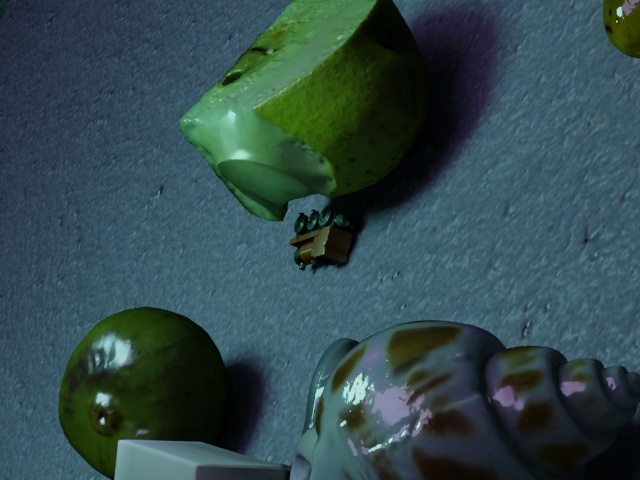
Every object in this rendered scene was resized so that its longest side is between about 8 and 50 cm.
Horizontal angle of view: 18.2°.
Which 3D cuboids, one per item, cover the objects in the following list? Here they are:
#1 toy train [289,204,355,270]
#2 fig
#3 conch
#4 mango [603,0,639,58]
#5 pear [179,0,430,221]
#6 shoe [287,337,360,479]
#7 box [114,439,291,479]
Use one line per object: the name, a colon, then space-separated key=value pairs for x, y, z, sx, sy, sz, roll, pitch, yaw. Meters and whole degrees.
toy train: x=0.000 y=0.000 z=2.236 sx=0.103 sy=0.044 sz=0.064 roll=-17 pitch=58 yaw=59
fig: x=-0.183 y=0.171 z=2.258 sx=0.203 sy=0.203 sz=0.225 roll=-50 pitch=-16 yaw=24
conch: x=0.090 y=0.188 z=1.594 sx=0.368 sy=0.197 sz=0.249 roll=-46 pitch=34 yaw=50
mango: x=0.314 y=-0.239 z=1.821 sx=0.161 sy=0.076 sz=0.103 roll=-59 pitch=14 yaw=-22
pear: x=0.023 y=-0.155 z=2.205 sx=0.282 sy=0.176 sz=0.286 roll=-10 pitch=35 yaw=54
shoe: x=0.026 y=0.187 z=1.919 sx=0.078 sy=0.079 sz=0.195 roll=1 pitch=58 yaw=38
box: x=-0.124 y=0.306 z=1.947 sx=0.251 sy=0.106 sz=0.203 roll=-178 pitch=92 yaw=-68
